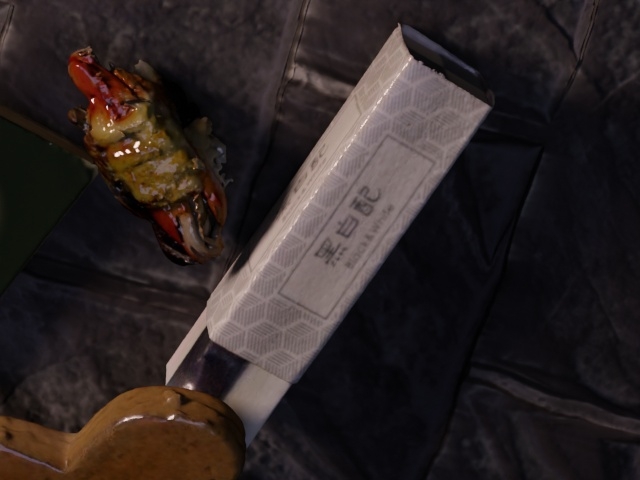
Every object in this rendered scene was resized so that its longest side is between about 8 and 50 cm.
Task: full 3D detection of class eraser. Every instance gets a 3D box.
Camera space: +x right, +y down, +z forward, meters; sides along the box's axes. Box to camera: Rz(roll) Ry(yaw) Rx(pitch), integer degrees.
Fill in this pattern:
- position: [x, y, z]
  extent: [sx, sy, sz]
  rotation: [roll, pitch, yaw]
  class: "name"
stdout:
- position: [0.000, 0.000, 1.582]
  extent: [0.098, 0.096, 0.404]
  rotation: [30, 108, -16]
  class: "eraser"

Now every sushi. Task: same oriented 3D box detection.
- position: [-0.141, -0.083, 1.541]
  extent: [0.097, 0.103, 0.226]
  rotation: [-17, 119, 33]
  class: "sushi"

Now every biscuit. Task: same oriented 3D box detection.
- position: [-0.206, 0.309, 1.681]
  extent: [0.368, 0.076, 0.394]
  rotation: [-10, 124, 14]
  class: "biscuit"

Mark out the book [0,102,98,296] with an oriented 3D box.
- position: [-0.408, -0.050, 1.494]
  extent: [0.371, 0.043, 0.260]
  rotation: [30, 107, -36]
  class: "book"
